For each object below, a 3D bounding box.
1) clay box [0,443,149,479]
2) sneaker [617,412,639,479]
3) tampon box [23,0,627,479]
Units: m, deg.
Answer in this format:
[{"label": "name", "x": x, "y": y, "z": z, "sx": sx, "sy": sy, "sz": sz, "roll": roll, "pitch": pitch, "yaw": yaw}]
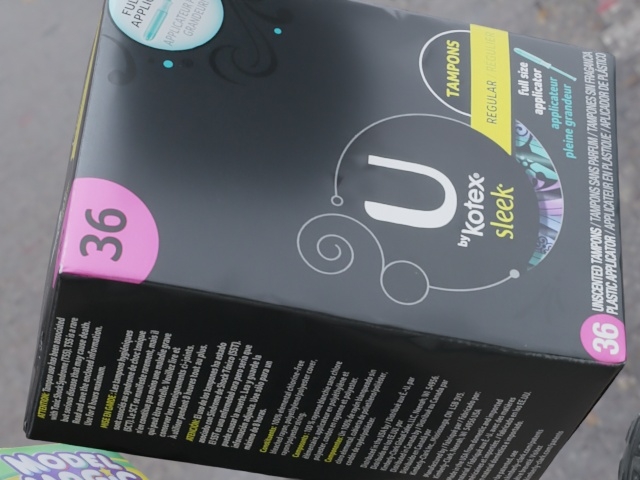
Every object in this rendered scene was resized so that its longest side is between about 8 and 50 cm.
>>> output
[{"label": "clay box", "x": -0.071, "y": 0.132, "z": 0.609, "sx": 0.127, "sy": 0.222, "sz": 0.053, "roll": 3, "pitch": -62, "yaw": -55}, {"label": "sneaker", "x": 0.252, "y": 0.145, "z": 0.764, "sx": 0.130, "sy": 0.109, "sz": 0.286, "roll": -10, "pitch": 30, "yaw": -45}, {"label": "tampon box", "x": 0.000, "y": 0.000, "z": 0.567, "sx": 0.101, "sy": 0.161, "sz": 0.120, "roll": 113, "pitch": 164, "yaw": -54}]
